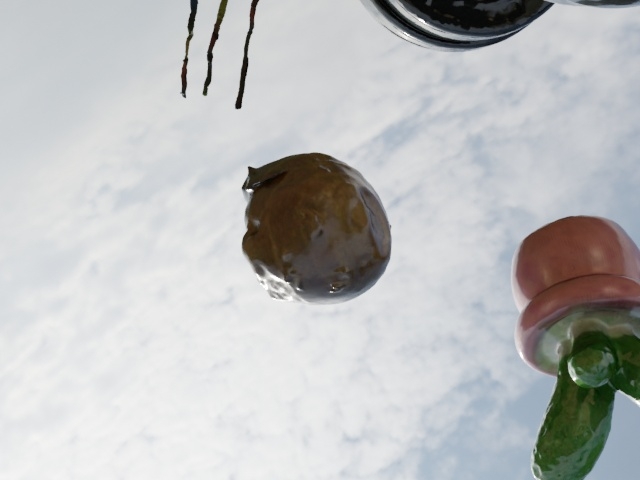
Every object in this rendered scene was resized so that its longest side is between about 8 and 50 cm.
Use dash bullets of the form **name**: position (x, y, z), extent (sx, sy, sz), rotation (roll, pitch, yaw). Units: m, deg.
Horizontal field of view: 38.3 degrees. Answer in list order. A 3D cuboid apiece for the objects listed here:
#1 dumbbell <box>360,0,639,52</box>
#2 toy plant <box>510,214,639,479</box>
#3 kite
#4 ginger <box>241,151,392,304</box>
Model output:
- **dumbbell**: position (0.128, -0.221, 0.576), extent (0.185, 0.185, 0.388), rotation (-39, -167, -7)
- **toy plant**: position (0.399, 0.131, 1.258), extent (0.317, 0.210, 0.356), rotation (-26, -142, 23)
- **kite**: position (-0.111, -0.300, 1.101), extent (0.152, 0.015, 0.285), rotation (9, -89, 32)
- **ginger**: position (0.004, -0.001, 1.344), extent (0.200, 0.269, 0.223), rotation (-18, -123, 9)
